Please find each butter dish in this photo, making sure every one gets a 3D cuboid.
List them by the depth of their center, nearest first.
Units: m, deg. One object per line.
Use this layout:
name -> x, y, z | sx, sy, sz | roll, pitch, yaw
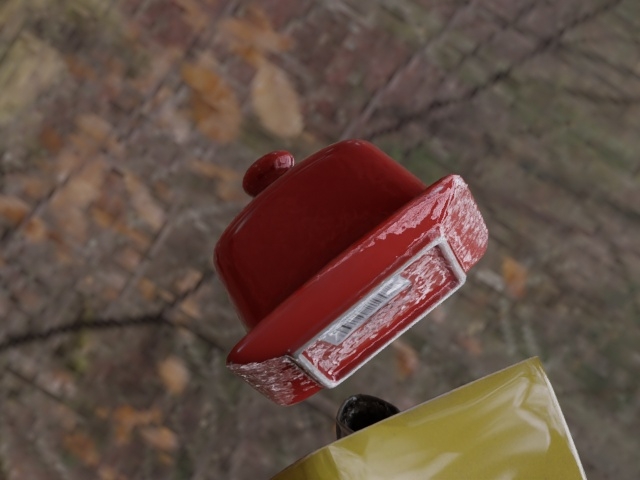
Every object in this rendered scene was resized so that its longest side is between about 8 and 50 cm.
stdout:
butter dish -> 0.000, 0.000, 1.006 | 0.160, 0.118, 0.160 | -38, 162, 0

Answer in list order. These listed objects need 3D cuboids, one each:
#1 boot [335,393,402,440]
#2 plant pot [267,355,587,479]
boot -> 0.035, 0.228, 1.477 | 0.076, 0.208, 0.189 | -18, -164, -19
plant pot -> 0.037, 0.208, 0.921 | 0.212, 0.187, 0.212 | -39, 166, 36
